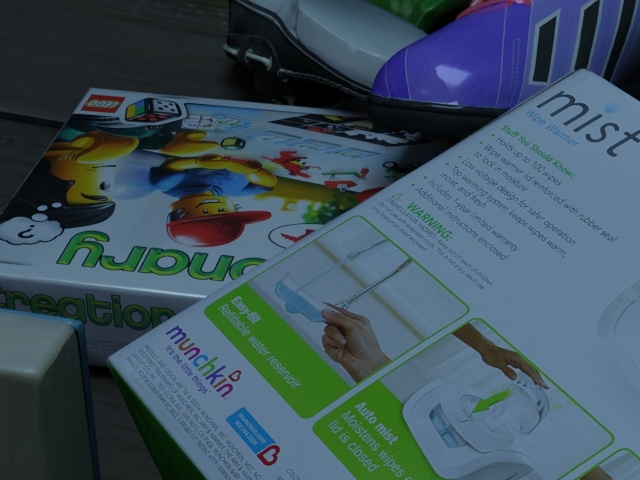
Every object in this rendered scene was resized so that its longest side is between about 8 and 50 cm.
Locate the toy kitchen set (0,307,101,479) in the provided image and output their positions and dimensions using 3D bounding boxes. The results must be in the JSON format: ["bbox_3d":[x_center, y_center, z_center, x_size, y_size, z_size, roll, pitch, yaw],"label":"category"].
[{"bbox_3d":[-0.175,0.044,0.775,0.207,0.122,0.166,8,34,14],"label":"toy kitchen set"}]

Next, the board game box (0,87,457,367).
[{"bbox_3d":[0.000,0.000,0.900,0.305,0.053,0.193,5,33,11],"label":"board game box"}]

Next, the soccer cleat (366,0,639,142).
[{"bbox_3d":[0.128,-0.118,0.936,0.108,0.116,0.318,15,21,35],"label":"soccer cleat"}]

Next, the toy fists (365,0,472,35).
[{"bbox_3d":[0.146,-0.168,1.124,0.279,0.096,0.142,-12,32,-14],"label":"toy fists"}]

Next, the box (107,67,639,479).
[{"bbox_3d":[0.091,0.084,0.641,0.231,0.127,0.262,-32,41,-15],"label":"box"}]

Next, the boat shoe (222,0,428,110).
[{"bbox_3d":[0.001,-0.104,1.032,0.077,0.070,0.219,9,15,-23],"label":"boat shoe"}]
